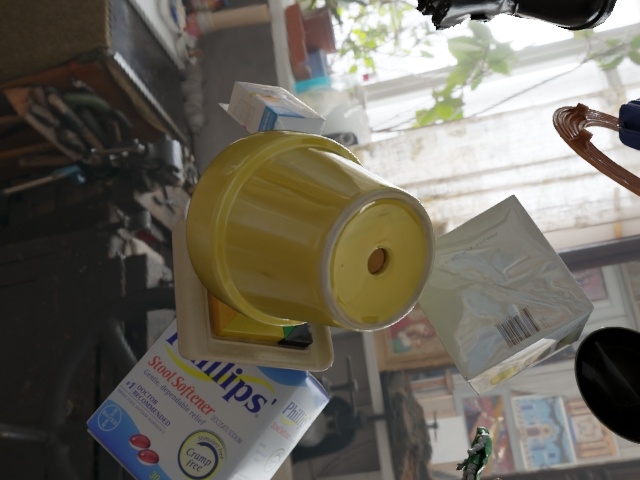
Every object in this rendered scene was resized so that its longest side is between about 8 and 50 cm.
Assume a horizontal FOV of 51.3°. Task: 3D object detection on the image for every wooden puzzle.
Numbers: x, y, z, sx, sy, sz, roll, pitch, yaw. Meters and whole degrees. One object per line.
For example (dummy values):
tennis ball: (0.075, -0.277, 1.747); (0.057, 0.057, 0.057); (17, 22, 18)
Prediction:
wooden puzzle: (-0.095, 0.078, 0.980); (0.239, 0.044, 0.221); (10, 54, -32)

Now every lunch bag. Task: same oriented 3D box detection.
lunch bag: (0.447, -0.157, 0.897); (0.098, 0.065, 0.067); (42, -29, 58)

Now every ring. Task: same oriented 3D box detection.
ring: (0.539, -0.138, 1.094); (0.336, 0.337, 0.032); (-87, -163, -54)

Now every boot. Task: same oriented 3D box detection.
boot: (0.270, -0.350, 0.966); (0.246, 0.207, 0.094); (-131, -144, -64)

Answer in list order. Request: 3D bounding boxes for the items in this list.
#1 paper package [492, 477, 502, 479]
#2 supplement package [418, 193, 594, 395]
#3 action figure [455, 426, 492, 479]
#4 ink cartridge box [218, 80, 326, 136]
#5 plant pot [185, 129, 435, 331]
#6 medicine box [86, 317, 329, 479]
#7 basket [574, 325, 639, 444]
paper package: (0.297, 0.681, 1.279); (0.168, 0.309, 0.325); (45, 24, -25)
supplement package: (0.269, 0.098, 1.030); (0.198, 0.199, 0.262); (61, 6, 23)
action figure: (0.374, 0.545, 1.631); (0.232, 0.063, 0.137); (-51, 164, -50)
ink cartridge box: (-0.088, -0.223, 1.151); (0.181, 0.104, 0.061); (43, -57, 40)
plant pot: (0.000, 0.000, 0.814); (0.239, 0.254, 0.254); (21, -47, 52)
medicine box: (-0.182, 0.283, 1.110); (0.289, 0.263, 0.149); (-51, 151, -13)
basket: (0.538, 0.243, 1.179); (0.204, 0.154, 0.227); (55, 13, 15)
